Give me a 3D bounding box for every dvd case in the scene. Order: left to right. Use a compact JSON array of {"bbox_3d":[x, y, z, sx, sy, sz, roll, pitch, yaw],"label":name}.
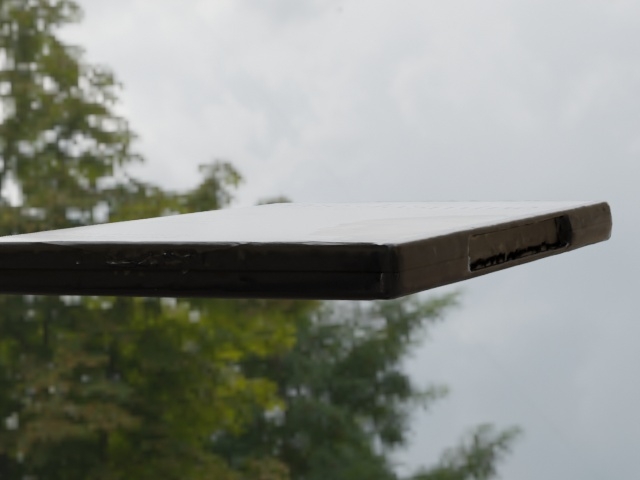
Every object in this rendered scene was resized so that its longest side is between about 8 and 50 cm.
[{"bbox_3d":[0.000,0.000,0.643,0.180,0.022,0.253,0,4,27],"label":"dvd case"}]
